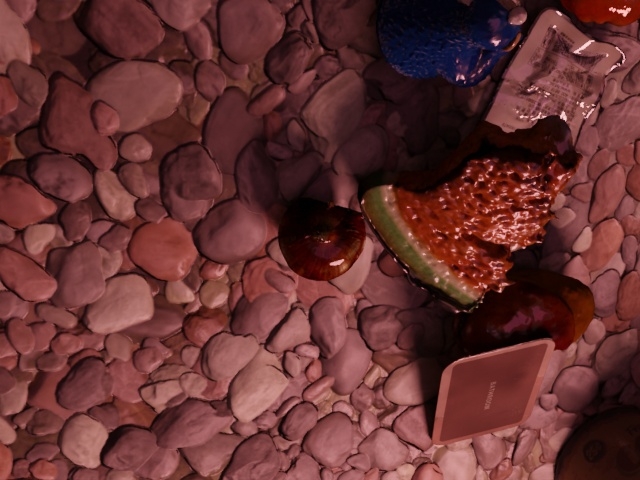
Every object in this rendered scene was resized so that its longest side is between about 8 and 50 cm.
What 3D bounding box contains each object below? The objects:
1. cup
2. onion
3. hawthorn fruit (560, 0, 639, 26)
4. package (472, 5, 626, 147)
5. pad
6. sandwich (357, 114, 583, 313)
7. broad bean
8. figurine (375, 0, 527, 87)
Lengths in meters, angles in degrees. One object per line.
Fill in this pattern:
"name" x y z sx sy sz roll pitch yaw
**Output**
"cup" 0.596 0.463 1.233 0.301 0.257 0.227 22 104 -24
"onion" 0.000 0.000 0.965 0.117 0.118 0.119 17 105 8
"hawthorn fruit" 0.380 -0.345 0.948 0.125 0.140 0.125 -1 69 3
"package" 0.324 -0.203 1.037 0.166 0.040 0.232 18 111 -18
"pad" 0.263 0.242 1.119 0.176 0.002 0.266 -12 139 -7
"sandwich" 0.214 -0.067 0.977 0.250 0.162 0.301 40 129 -16
"broad bean" 0.315 0.121 1.099 0.228 0.122 0.156 -1 108 -13
"figurine" 0.139 -0.251 0.847 0.120 0.262 0.164 -31 100 -13
